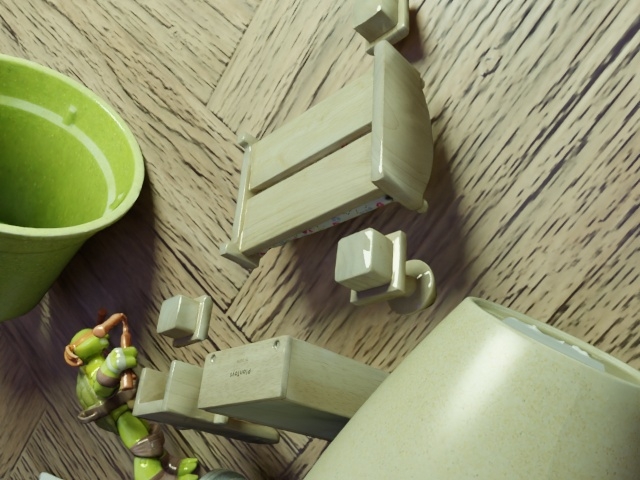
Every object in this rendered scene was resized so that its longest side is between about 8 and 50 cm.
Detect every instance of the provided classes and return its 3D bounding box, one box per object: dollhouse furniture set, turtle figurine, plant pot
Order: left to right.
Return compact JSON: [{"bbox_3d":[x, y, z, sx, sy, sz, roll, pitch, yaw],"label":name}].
[{"bbox_3d":[-0.389,-0.036,0.737,0.276,0.276,0.254,54,129,19],"label":"plant pot"},{"bbox_3d":[-0.214,0.178,0.663,0.217,0.087,0.269,59,155,0],"label":"turtle figurine"},{"bbox_3d":[0.000,0.000,0.598,0.303,0.173,0.356,-21,52,41],"label":"dollhouse furniture set"},{"bbox_3d":[0.096,0.186,0.398,0.256,0.256,0.274,27,98,29],"label":"plant pot"}]

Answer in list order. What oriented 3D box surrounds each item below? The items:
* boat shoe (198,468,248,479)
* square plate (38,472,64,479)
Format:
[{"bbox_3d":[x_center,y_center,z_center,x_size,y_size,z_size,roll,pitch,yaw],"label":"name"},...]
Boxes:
[{"bbox_3d":[-0.032,0.371,0.597,0.103,0.118,0.321,-25,83,25],"label":"boat shoe"},{"bbox_3d":[-0.275,0.514,0.794,0.347,0.049,0.344,5,95,32],"label":"square plate"}]
